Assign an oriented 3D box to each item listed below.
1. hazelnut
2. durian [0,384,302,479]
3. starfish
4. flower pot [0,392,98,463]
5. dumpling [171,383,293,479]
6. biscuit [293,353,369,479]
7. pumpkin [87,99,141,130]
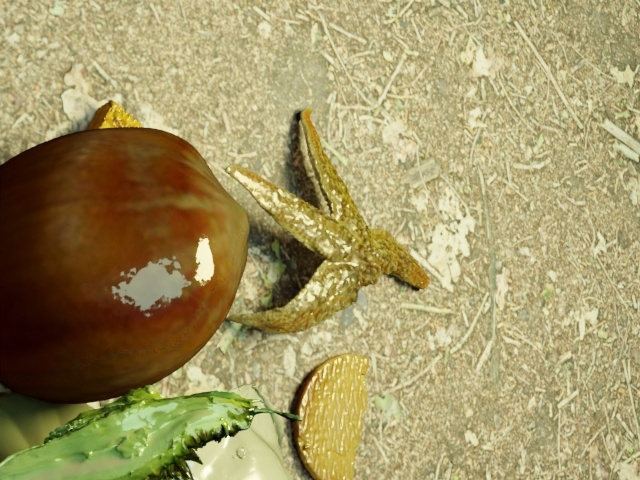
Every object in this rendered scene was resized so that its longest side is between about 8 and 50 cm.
[{"bbox_3d":[-0.274,0.031,1.328,0.365,0.365,0.366,7,79,-38],"label":"hazelnut"},{"bbox_3d":[-0.207,0.234,1.178,0.375,0.106,0.132,-18,84,-18],"label":"durian"},{"bbox_3d":[0.007,-0.001,1.712,0.398,0.132,0.384,-38,103,-40],"label":"starfish"},{"bbox_3d":[-0.324,0.336,1.303,0.307,0.244,0.308,6,80,-39],"label":"flower pot"},{"bbox_3d":[-0.102,0.375,1.449,0.341,0.181,0.260,62,29,0],"label":"dumpling"},{"bbox_3d":[0.015,0.290,1.720,0.144,0.033,0.224,15,73,-35],"label":"biscuit"},{"bbox_3d":[-0.296,-0.147,1.524,0.074,0.054,0.083,45,37,-29],"label":"pumpkin"}]
